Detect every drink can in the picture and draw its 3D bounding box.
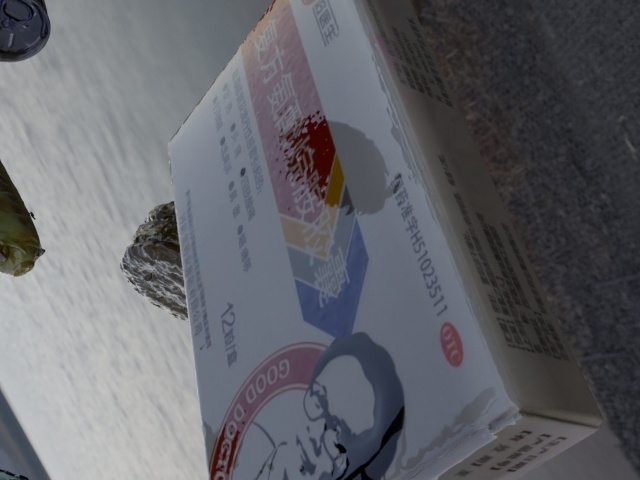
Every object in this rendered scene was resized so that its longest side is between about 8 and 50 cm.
[{"bbox_3d":[-0.389,-0.320,0.980,0.097,0.097,0.235,92,157,-49],"label":"drink can"}]

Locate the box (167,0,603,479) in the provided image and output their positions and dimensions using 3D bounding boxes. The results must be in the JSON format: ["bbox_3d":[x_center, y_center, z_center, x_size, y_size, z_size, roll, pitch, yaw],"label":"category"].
[{"bbox_3d":[0.000,0.000,0.484,0.214,0.069,0.353,-45,45,33],"label":"box"}]

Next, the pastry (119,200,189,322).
[{"bbox_3d":[-0.164,0.032,1.069,0.189,0.103,0.188,17,148,11],"label":"pastry"}]

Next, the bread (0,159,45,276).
[{"bbox_3d":[-0.442,-0.085,1.028,0.367,0.077,0.084,49,-172,36],"label":"bread"}]

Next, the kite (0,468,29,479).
[{"bbox_3d":[-0.281,0.086,0.412,0.323,0.013,0.268,37,121,-23],"label":"kite"}]
